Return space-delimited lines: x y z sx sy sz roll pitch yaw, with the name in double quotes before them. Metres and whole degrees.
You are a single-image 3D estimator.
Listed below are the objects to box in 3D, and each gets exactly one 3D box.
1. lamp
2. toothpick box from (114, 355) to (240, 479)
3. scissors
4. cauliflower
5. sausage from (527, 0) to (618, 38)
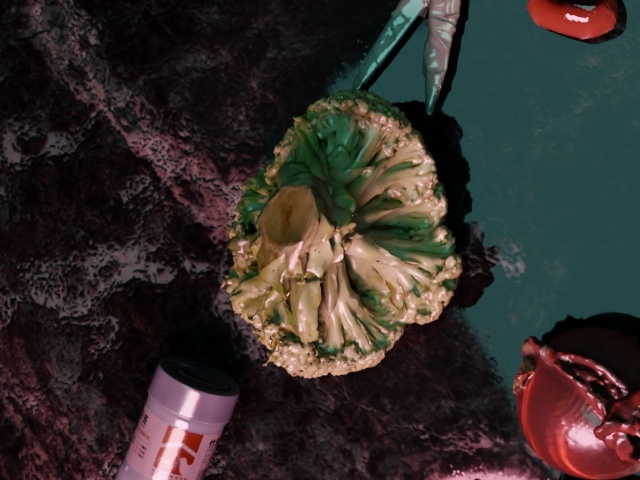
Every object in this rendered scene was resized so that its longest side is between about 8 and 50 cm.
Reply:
"lamp" 0.287 0.183 1.297 0.151 0.223 0.215 -43 122 11
"toothpick box" -0.163 0.222 1.500 0.101 0.101 0.153 24 101 18
"scissors" 0.139 -0.323 1.400 0.256 0.029 0.383 26 102 18
"cauliflower" 0.000 0.000 1.351 0.272 0.250 0.275 -28 78 18
"sausage" 0.260 -0.239 1.344 0.094 0.054 0.059 17 63 20
